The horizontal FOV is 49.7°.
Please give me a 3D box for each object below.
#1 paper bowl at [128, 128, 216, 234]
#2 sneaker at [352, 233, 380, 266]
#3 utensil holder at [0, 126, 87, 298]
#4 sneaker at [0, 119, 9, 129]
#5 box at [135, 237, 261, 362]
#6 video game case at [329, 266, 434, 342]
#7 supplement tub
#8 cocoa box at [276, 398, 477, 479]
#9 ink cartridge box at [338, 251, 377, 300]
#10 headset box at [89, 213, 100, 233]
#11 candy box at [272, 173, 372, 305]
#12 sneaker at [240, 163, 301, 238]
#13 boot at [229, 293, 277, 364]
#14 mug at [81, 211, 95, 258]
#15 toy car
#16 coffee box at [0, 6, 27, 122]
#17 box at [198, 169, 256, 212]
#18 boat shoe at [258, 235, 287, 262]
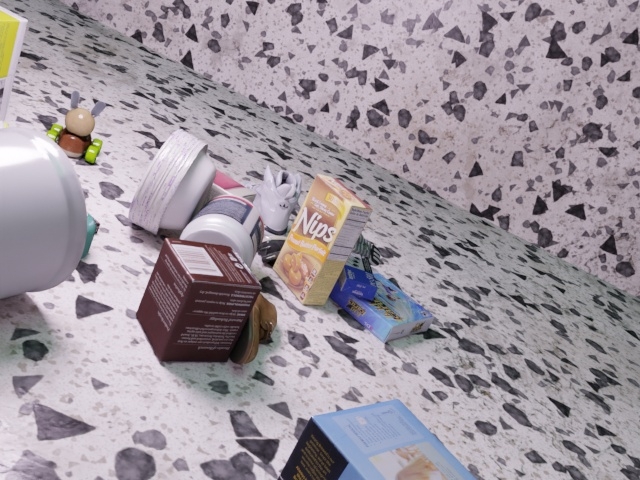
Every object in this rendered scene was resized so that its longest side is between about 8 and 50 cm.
[{"bbox_3d":[-0.383,-0.144,1.862,0.148,0.284,0.284,28,20,-5],"label":"paper bowl"},{"bbox_3d":[0.080,0.024,2.165,0.228,0.132,0.086,44,44,-40],"label":"sneaker"},{"bbox_3d":[-0.669,-0.031,1.207,0.327,0.328,0.385,33,23,20],"label":"utensil holder"},{"bbox_3d":[-0.850,-0.255,1.901,0.094,0.081,0.208,16,28,-42],"label":"sneaker"},{"bbox_3d":[-0.261,0.128,1.463,0.167,0.203,0.168,8,27,-39],"label":"box"},{"bbox_3d":[0.167,0.181,2.039,0.269,0.061,0.244,38,25,30],"label":"video game case"},{"bbox_3d":[-0.255,0.004,1.785,0.191,0.191,0.272,24,20,-4],"label":"supplement tub"},{"bbox_3d":[0.116,0.453,1.076,0.231,0.228,0.347,3,30,-45],"label":"cocoa box"},{"bbox_3d":[0.101,0.096,2.012,0.097,0.046,0.207,19,21,-11],"label":"ink cartridge box"},{"bbox_3d":[-0.603,-0.043,1.722,0.062,0.032,0.083,36,21,26],"label":"headset box"},{"bbox_3d":[0.000,0.000,1.915,0.087,0.317,0.183,8,26,-41],"label":"candy box"},{"bbox_3d":[-0.164,-0.157,2.255,0.137,0.210,0.366,15,23,-27],"label":"sneaker"},{"bbox_3d":[-0.147,0.195,1.589,0.115,0.112,0.305,31,16,-16],"label":"boot"},{"bbox_3d":[-0.585,-0.022,1.597,0.129,0.097,0.158,10,25,-36],"label":"mug"},{"bbox_3d":[-0.732,-0.357,2.109,0.155,0.189,0.149,20,21,-16],"label":"toy car"},{"bbox_3d":[-1.067,-0.508,1.870,0.337,0.338,0.334,26,21,4],"label":"coffee box"},{"bbox_3d":[-0.335,-0.127,2.071,0.232,0.149,0.127,32,20,14],"label":"box"},{"bbox_3d":[-0.083,0.034,2.072,0.233,0.084,0.079,1,68,-39],"label":"boat shoe"}]
